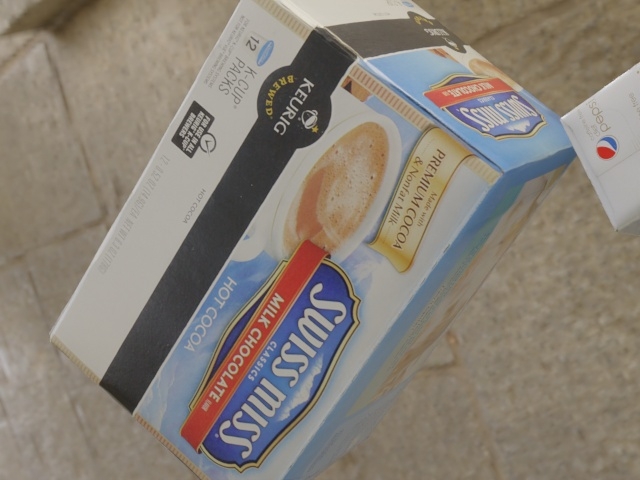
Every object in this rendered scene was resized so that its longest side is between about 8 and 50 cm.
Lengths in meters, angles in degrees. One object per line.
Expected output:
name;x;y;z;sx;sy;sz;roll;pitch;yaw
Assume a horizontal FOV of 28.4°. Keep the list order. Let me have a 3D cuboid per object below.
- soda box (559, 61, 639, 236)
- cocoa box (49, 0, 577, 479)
soda box;0.219;-0.040;0.671;0.074;0.216;0.069;-36;63;31
cocoa box;0.000;0.000;0.994;0.228;0.231;0.347;40;114;15
